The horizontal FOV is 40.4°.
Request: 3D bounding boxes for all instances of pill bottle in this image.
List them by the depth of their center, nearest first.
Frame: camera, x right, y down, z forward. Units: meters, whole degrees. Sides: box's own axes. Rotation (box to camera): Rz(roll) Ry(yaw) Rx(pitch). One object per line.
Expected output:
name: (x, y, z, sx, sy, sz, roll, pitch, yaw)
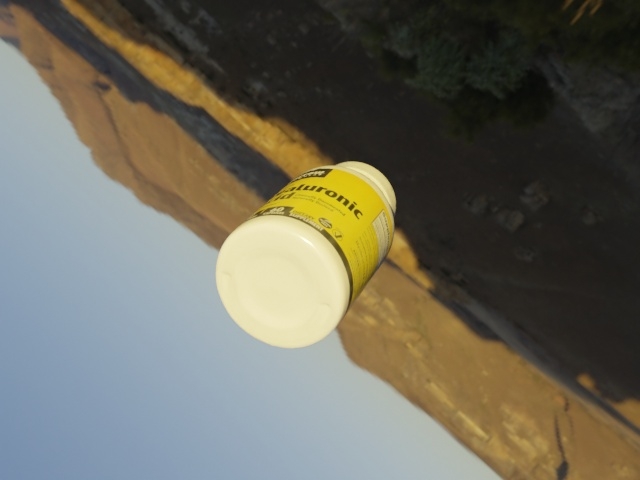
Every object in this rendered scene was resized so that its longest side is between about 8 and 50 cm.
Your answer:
pill bottle: (0.000, 0.000, 0.437, 0.065, 0.065, 0.116, 42, -150, 0)
